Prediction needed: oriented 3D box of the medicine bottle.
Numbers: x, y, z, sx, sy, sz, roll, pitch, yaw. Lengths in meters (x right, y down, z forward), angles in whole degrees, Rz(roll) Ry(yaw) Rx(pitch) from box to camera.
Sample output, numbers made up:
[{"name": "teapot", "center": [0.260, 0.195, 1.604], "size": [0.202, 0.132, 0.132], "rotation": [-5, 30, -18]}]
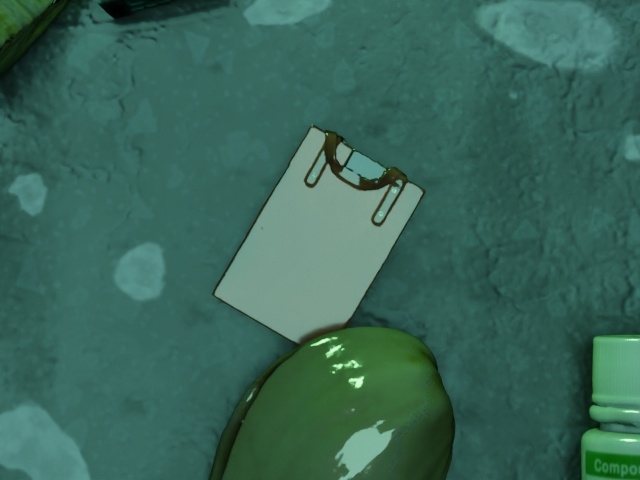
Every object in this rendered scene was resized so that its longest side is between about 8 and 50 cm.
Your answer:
[{"name": "medicine bottle", "center": [0.307, 0.205, 1.673], "size": [0.139, 0.139, 0.236], "rotation": [2, 88, -1]}]

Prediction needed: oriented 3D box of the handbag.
[{"name": "handbag", "center": [0.000, 0.000, 1.708], "size": [0.127, 0.063, 0.190], "rotation": [30, 92, 0]}]

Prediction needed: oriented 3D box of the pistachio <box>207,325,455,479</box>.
[{"name": "pistachio", "center": [0.005, 0.206, 1.647], "size": [0.197, 0.166, 0.288], "rotation": [40, 89, -7]}]

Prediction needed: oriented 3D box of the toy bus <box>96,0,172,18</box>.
[{"name": "toy bus", "center": [-0.169, -0.346, 1.674], "size": [0.147, 0.128, 0.256], "rotation": [-12, 90, 1]}]

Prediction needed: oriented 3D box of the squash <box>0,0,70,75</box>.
[{"name": "squash", "center": [-0.376, -0.270, 1.664], "size": [0.289, 0.203, 0.111], "rotation": [42, 131, -3]}]
